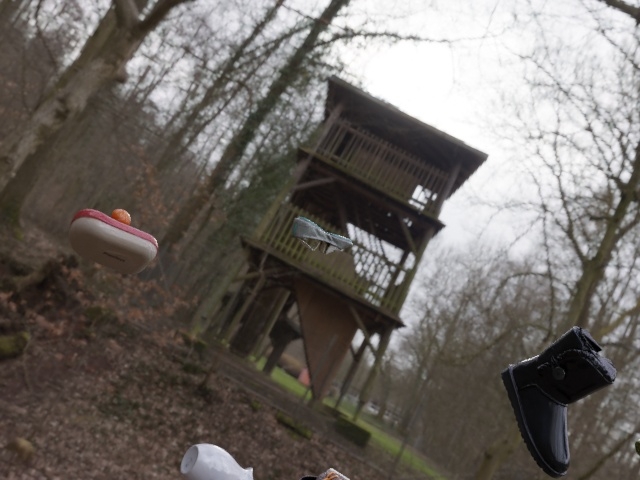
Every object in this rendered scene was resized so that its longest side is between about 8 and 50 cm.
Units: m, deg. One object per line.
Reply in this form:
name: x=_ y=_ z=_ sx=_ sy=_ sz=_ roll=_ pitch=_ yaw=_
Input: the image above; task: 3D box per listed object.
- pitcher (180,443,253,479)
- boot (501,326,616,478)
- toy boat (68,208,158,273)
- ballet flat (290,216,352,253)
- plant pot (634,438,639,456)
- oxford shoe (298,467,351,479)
pitcher: x=-0.275 y=0.661 z=1.883 sx=0.207 sy=0.125 sz=0.178 roll=36 pitch=0 yaw=-27
boot: x=0.488 y=0.316 z=1.340 sx=0.094 sy=0.246 sz=0.207 roll=17 pitch=-44 yaw=-40
toy boat: x=-0.546 y=-0.020 z=1.808 sx=0.231 sy=0.151 sz=0.151 roll=26 pitch=-46 yaw=-30
ballet flat: x=0.000 y=0.000 z=1.792 sx=0.072 sy=0.068 sz=0.213 roll=13 pitch=-9 yaw=46
plant pot: x=0.675 y=0.410 z=1.349 sx=0.083 sy=0.079 sz=0.083 roll=161 pitch=-90 yaw=-83
oxford shoe: x=0.039 y=0.582 z=1.498 sx=0.132 sy=0.130 sz=0.364 roll=61 pitch=-32 yaw=3
